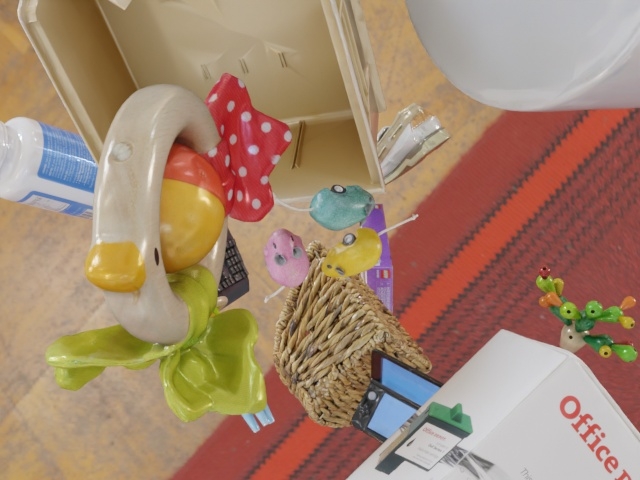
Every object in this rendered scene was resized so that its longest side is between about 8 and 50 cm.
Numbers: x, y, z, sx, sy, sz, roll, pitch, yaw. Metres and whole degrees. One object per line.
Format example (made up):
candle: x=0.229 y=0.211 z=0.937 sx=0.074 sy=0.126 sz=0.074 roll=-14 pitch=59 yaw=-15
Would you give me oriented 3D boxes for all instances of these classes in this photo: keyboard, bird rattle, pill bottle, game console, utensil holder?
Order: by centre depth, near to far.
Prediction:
bird rattle: x=-0.085 y=-0.014 z=0.603 sx=0.143 sy=0.207 sz=0.254 roll=11 pitch=68 yaw=12
utensil holder: x=0.302 y=-0.271 z=0.773 sx=0.327 sy=0.385 sz=0.328 roll=24 pitch=119 yaw=54
game console: x=0.104 y=0.219 z=1.199 sx=0.122 sy=0.071 sz=0.107 roll=26 pitch=83 yaw=27
keyboard: x=-0.201 y=0.018 z=1.287 sx=0.033 sy=0.317 sz=0.202 roll=-29 pitch=91 yaw=22
pill bottle: x=-0.412 y=-0.111 z=1.344 sx=0.124 sy=0.221 sz=0.124 roll=-14 pitch=69 yaw=40

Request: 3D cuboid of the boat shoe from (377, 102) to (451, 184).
boat shoe: x=0.161 y=-0.193 z=1.908 sx=0.103 sy=0.113 sz=0.302 roll=55 pitch=149 yaw=2

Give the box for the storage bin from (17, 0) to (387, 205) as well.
storage bin: x=-0.090 y=-0.162 z=0.827 sx=0.262 sy=0.260 sz=0.123 roll=-6 pitch=45 yaw=14

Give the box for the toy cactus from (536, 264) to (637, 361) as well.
toy cactus: x=0.469 y=0.143 z=1.632 sx=0.219 sy=0.180 sz=0.112 roll=33 pitch=64 yaw=17

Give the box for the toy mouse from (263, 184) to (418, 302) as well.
toy mouse: x=0.000 y=0.000 z=0.803 sx=0.161 sy=0.143 sz=0.031 roll=-35 pitch=51 yaw=9

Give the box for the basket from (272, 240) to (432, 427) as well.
basket: x=0.023 y=0.179 z=1.587 sx=0.213 sy=0.299 sz=0.223 roll=-41 pitch=62 yaw=5

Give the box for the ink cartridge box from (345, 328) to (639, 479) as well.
ink cartridge box: x=0.105 y=0.189 z=0.578 sx=0.219 sy=0.092 sz=0.160 roll=-42 pitch=106 yaw=-9

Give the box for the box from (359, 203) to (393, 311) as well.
box: x=0.117 y=0.073 z=1.932 sx=0.057 sy=0.293 sz=0.201 roll=-2 pitch=118 yaw=0

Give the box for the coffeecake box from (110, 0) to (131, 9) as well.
coffeecake box: x=-0.170 y=-0.273 z=0.615 sx=0.142 sy=0.185 sz=0.068 roll=-45 pitch=32 yaw=24

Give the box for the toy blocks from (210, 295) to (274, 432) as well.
toy blocks: x=-0.090 y=0.128 z=0.944 sx=0.054 sy=0.123 sz=0.148 roll=-31 pitch=78 yaw=-2
